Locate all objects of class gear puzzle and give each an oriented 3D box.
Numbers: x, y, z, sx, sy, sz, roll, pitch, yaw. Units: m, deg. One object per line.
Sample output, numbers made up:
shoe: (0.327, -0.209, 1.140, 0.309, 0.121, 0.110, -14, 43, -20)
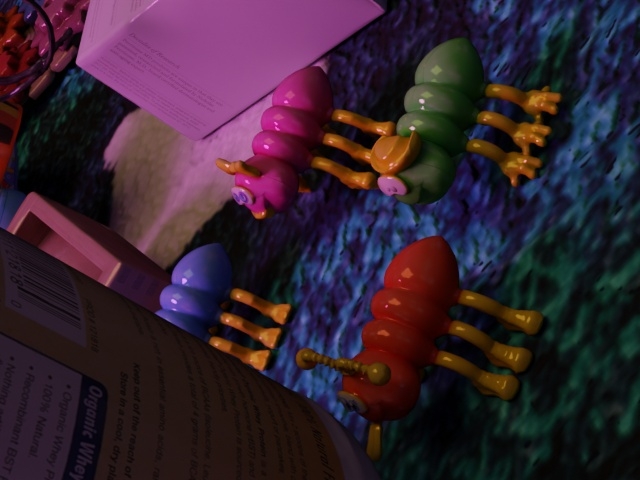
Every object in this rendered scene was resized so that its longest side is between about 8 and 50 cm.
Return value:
gear puzzle: (-0.313, -0.123, 1.293, 0.339, 0.044, 0.175, -46, 33, 10)

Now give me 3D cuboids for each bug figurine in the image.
bug figurine: (0.000, 0.000, 0.757, 0.279, 0.072, 0.216, -3, 60, 53)

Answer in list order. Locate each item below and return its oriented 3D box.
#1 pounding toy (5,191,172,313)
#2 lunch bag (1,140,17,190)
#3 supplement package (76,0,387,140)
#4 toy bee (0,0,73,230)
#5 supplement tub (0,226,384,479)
pounding toy: (-0.156, 0.063, 0.911, 0.130, 0.100, 0.141, 34, 94, 44)
lunch bag: (-0.311, -0.009, 1.138, 0.219, 0.090, 0.176, -3, 84, 52)
supplement package: (-0.054, -0.163, 0.940, 0.179, 0.105, 0.105, -30, 40, 38)
toy bee: (-0.230, -0.031, 0.984, 0.298, 0.195, 0.162, -45, 22, 14)
supplement tub: (-0.113, 0.129, 0.565, 0.228, 0.316, 0.228, -34, 38, 33)
